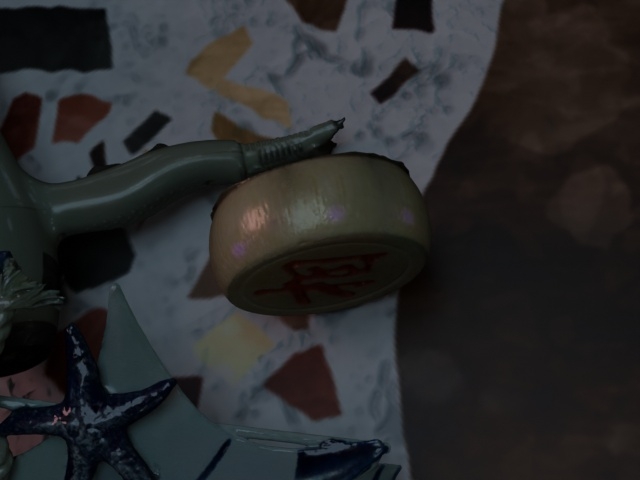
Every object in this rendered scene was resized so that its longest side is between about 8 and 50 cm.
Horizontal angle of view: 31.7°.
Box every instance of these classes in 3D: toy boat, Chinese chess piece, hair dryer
[{"bbox_3d":[-0.116,0.098,0.590,0.291,0.070,0.210,-15,106,7],"label":"toy boat"},{"bbox_3d":[0.000,0.000,0.614,0.122,0.122,0.051,-15,67,5],"label":"Chinese chess piece"},{"bbox_3d":[-0.156,-0.071,0.696,0.267,0.092,0.229,-35,74,-13],"label":"hair dryer"}]
